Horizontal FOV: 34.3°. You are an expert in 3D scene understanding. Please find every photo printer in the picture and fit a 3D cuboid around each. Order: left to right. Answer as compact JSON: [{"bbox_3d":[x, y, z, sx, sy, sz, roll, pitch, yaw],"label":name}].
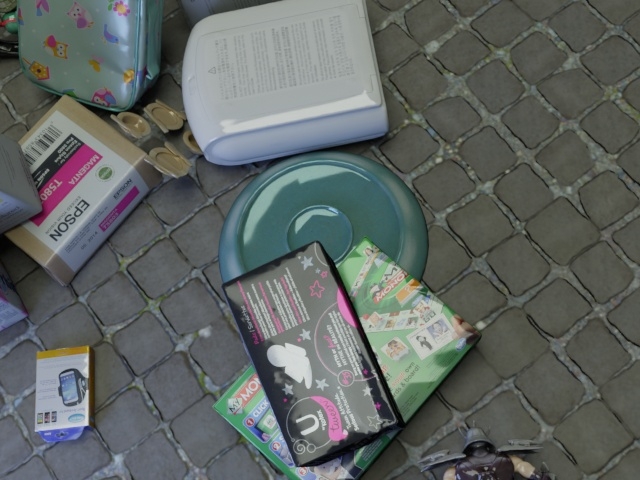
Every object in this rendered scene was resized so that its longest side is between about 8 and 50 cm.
[{"bbox_3d":[-0.062,-0.251,1.611,0.308,0.107,0.256,-11,62,4],"label":"photo printer"}]

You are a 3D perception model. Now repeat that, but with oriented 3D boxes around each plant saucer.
[{"bbox_3d":[0.000,0.000,1.534,0.318,0.043,0.317,-3,67,7],"label":"plant saucer"}]

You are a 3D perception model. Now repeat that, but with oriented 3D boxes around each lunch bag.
[{"bbox_3d":[-0.351,-0.344,1.613,0.224,0.279,0.108,16,39,6],"label":"lunch bag"}]

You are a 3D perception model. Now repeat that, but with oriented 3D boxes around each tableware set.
[{"bbox_3d":[-0.236,-0.161,1.599,0.141,0.020,0.169,39,34,7],"label":"tableware set"}]

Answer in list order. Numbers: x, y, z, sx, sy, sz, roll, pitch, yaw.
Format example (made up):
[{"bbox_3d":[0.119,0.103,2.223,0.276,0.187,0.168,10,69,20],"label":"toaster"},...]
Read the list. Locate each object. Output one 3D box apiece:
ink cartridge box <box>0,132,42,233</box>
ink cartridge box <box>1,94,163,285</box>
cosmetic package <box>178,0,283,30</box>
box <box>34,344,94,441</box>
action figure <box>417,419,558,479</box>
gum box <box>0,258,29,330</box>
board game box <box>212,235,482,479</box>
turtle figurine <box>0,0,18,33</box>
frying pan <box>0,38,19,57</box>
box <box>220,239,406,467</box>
[{"bbox_3d":[-0.563,-0.080,1.417,0.226,0.306,0.131,-27,73,8],"label":"ink cartridge box"},{"bbox_3d":[-0.395,-0.080,1.602,0.193,0.088,0.234,34,75,21],"label":"ink cartridge box"},{"bbox_3d":[-0.074,-0.507,1.699,0.366,0.155,0.197,-15,65,1],"label":"cosmetic package"},{"bbox_3d":[-0.370,0.224,1.502,0.081,0.028,0.136,-7,69,5],"label":"box"},{"bbox_3d":[0.221,0.365,1.319,0.185,0.099,0.285,-15,62,10],"label":"action figure"},{"bbox_3d":[-0.498,0.061,1.506,0.062,0.188,0.107,-29,73,-5],"label":"gum box"},{"bbox_3d":[0.038,0.180,1.419,0.213,0.046,0.317,41,84,15],"label":"board game box"},{"bbox_3d":[-0.504,-0.412,1.692,0.175,0.118,0.234,-10,81,-7],"label":"turtle figurine"},{"bbox_3d":[-0.606,-0.305,1.749,0.326,0.053,0.197,23,82,12],"label":"frying pan"},{"bbox_3d":[-0.007,0.150,1.323,0.142,0.163,0.247,-24,75,3],"label":"box"}]
